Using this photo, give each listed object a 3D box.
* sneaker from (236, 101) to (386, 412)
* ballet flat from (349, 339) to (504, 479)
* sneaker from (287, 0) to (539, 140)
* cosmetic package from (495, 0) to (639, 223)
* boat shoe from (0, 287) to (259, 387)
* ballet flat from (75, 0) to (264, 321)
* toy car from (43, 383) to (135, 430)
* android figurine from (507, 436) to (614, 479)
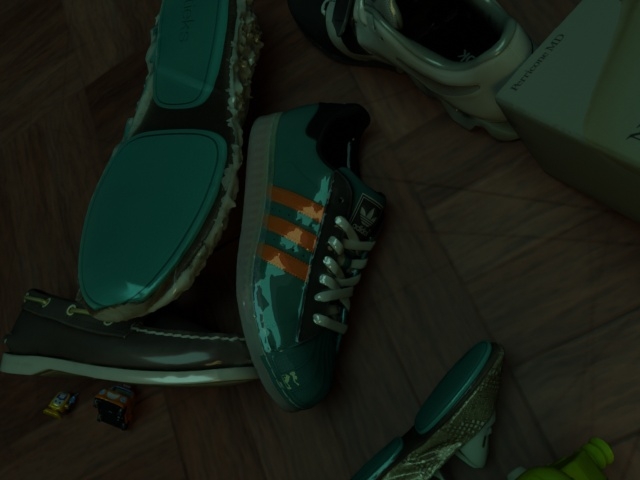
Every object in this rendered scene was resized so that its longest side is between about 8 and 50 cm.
[{"bbox_3d":[0.000,0.000,0.573,0.121,0.108,0.302,-13,67,25],"label":"sneaker"},{"bbox_3d":[0.093,0.175,0.507,0.067,0.073,0.206,42,97,2],"label":"ballet flat"},{"bbox_3d":[0.074,-0.228,0.595,0.330,0.146,0.122,36,92,31],"label":"sneaker"},{"bbox_3d":[0.283,-0.073,0.401,0.160,0.113,0.309,-48,38,5],"label":"cosmetic package"},{"bbox_3d":[-0.199,0.097,0.633,0.324,0.116,0.097,-3,75,30],"label":"boat shoe"},{"bbox_3d":[-0.127,-0.100,0.647,0.146,0.147,0.409,0,66,25],"label":"ballet flat"},{"bbox_3d":[-0.249,0.168,0.666,0.122,0.060,0.041,6,44,20],"label":"toy car"},{"bbox_3d":[0.086,0.212,0.394,0.272,0.248,0.056,-25,64,-26],"label":"android figurine"}]
